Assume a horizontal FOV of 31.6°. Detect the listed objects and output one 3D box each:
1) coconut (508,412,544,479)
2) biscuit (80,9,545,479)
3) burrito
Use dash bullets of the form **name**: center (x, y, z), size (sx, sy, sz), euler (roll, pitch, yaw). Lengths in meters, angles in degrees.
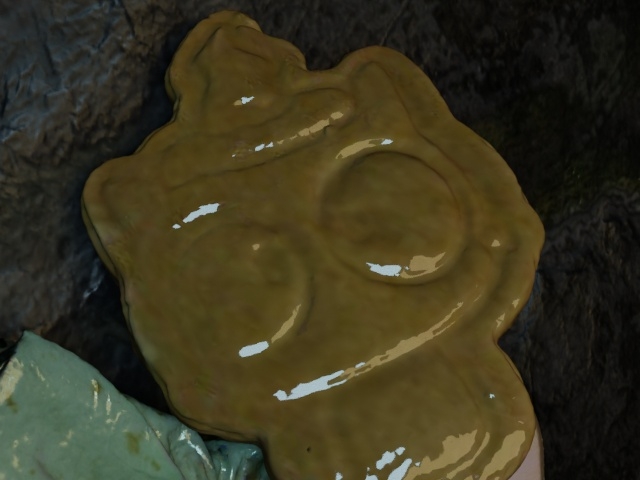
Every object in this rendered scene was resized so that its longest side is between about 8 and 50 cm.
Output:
- **coconut**: center (0.088, 0.154, 0.841), size (0.183, 0.171, 0.171), euler (-13, 98, -37)
- **biscuit**: center (0.000, -0.002, 0.716), size (0.269, 0.051, 0.376), euler (-23, 67, -11)
- **burrito**: center (-0.141, 0.154, 0.706), size (0.229, 0.089, 0.144), euler (32, 84, -33)
